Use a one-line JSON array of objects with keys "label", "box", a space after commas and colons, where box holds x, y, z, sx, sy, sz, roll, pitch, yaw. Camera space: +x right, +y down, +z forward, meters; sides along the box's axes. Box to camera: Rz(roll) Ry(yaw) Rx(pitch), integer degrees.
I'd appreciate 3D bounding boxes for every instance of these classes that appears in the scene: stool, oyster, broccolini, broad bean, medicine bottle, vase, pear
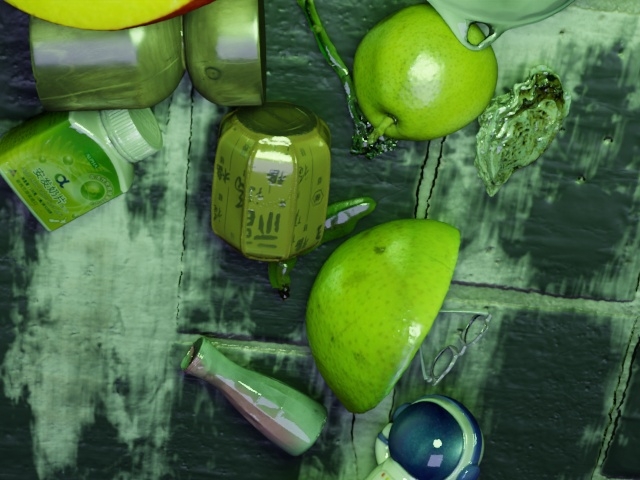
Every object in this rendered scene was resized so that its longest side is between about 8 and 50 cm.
[{"label": "stool", "box": [-0.200, -0.244, 1.742, 0.264, 0.179, 0.179, -1, 122, 0]}, {"label": "oyster", "box": [0.249, -0.141, 1.883, 0.125, 0.064, 0.177, 32, 107, -35]}, {"label": "broccolini", "box": [0.030, -0.206, 1.842, 0.071, 0.057, 0.254, -43, 123, -19]}, {"label": "broad bean", "box": [-0.008, -0.003, 1.968, 0.061, 0.046, 0.195, 41, 110, -8]}, {"label": "medicine bottle", "box": [-0.303, -0.113, 1.874, 0.188, 0.088, 0.132, -27, 118, 16]}, {"label": "vase", "box": [-0.097, 0.217, 2.088, 0.214, 0.086, 0.086, 36, 115, -15]}, {"label": "pear", "box": [0.060, 0.109, 1.927, 0.139, 0.239, 0.288, 27, 117, -17]}, {"label": "pear", "box": [0.112, -0.184, 1.765, 0.216, 0.180, 0.166, -54, 124, -21]}]

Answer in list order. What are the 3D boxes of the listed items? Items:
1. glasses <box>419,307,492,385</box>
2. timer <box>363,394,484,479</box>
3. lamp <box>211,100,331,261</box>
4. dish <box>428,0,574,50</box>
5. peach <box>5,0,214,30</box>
[{"label": "glasses", "box": [0.158, 0.123, 2.040, 0.104, 0.062, 0.140, 35, 114, -18]}, {"label": "timer", "box": [0.095, 0.389, 2.123, 0.270, 0.270, 0.383, 29, 102, -17]}, {"label": "lamp", "box": [-0.062, -0.075, 1.863, 0.161, 0.161, 0.185, 4, 119, -3]}, {"label": "dish", "box": [0.216, -0.374, 1.636, 0.303, 0.120, 0.303, -1, 94, -7]}, {"label": "peach", "box": [-0.179, -0.383, 1.585, 0.380, 0.306, 0.242, -7, 125, 15]}]
